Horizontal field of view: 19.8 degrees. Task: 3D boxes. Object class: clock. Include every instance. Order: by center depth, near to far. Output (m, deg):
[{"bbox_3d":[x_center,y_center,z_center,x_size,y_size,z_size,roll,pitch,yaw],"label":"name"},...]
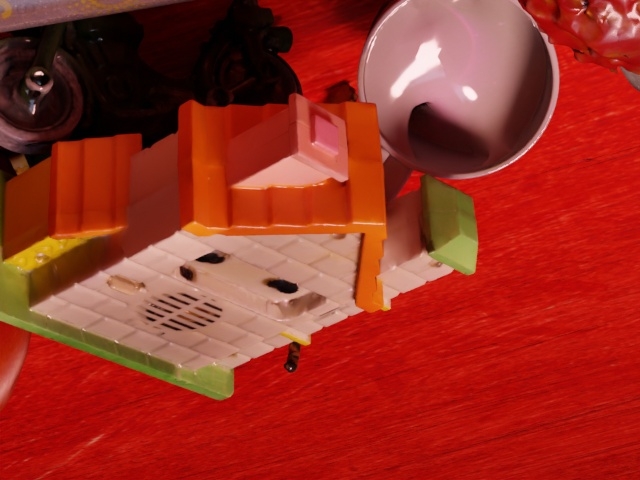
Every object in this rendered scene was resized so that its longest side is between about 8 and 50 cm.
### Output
[{"bbox_3d":[-0.053,-0.008,1.203,0.255,0.106,0.220,-26,145,35],"label":"clock"}]

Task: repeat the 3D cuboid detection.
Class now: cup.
[{"bbox_3d":[0.094,-0.105,1.289,0.134,0.173,0.142,3,-165,2],"label":"cup"}]

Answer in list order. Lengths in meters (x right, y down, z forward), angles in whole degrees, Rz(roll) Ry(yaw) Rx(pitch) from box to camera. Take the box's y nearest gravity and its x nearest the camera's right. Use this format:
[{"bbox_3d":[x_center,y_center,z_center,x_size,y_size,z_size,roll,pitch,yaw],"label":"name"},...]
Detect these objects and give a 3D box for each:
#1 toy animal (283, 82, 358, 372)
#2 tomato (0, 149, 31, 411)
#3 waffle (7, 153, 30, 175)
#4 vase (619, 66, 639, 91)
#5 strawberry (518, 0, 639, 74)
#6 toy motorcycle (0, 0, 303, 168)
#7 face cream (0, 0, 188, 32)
[{"bbox_3d":[-0.006,0.000,1.437,0.114,0.255,0.116,-10,141,36],"label":"toy animal"},{"bbox_3d":[-0.355,0.016,1.258,0.290,0.293,0.325,-17,146,31],"label":"tomato"},{"bbox_3d":[-0.243,-0.003,1.543,0.291,0.051,0.291,-8,153,-4],"label":"waffle"},{"bbox_3d":[0.308,-0.186,1.311,0.214,0.086,0.086,-24,151,21],"label":"vase"},{"bbox_3d":[0.199,-0.199,1.141,0.234,0.178,0.234,-13,158,-5],"label":"strawberry"},{"bbox_3d":[-0.134,-0.094,1.321,0.275,0.127,0.205,-3,156,-28],"label":"toy motorcycle"},{"bbox_3d":[-0.162,-0.178,1.180,0.284,0.073,0.073,-9,155,2],"label":"face cream"}]
